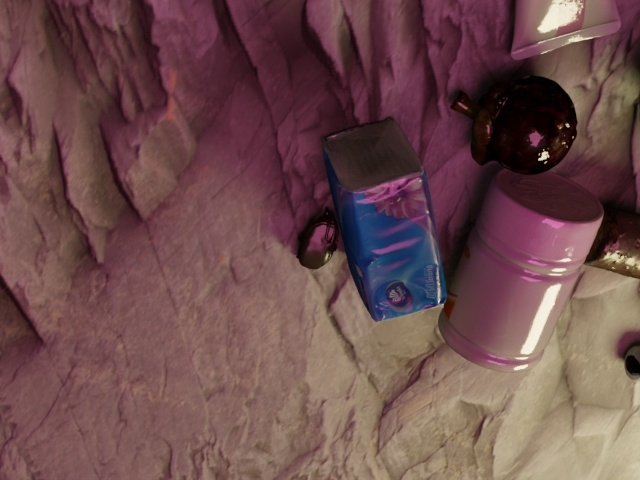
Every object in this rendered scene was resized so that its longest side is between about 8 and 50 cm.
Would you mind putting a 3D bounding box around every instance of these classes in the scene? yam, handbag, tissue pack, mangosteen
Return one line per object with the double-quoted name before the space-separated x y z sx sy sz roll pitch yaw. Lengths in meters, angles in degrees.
"yam" 0.611 0.017 1.888 0.279 0.131 0.131 14 119 -19
"handbag" 0.000 0.000 1.792 0.072 0.047 0.111 15 118 -14
"tissue pack" 0.104 -0.032 1.703 0.146 0.198 0.263 -17 124 -2
"mangosteen" 0.325 -0.186 1.686 0.184 0.172 0.172 -10 132 37

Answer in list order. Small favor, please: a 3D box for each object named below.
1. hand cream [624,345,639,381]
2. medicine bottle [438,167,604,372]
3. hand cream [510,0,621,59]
"hand cream" 0.763 0.260 2.120 0.320 0.067 0.109 6 120 -21
"medicine bottle" 0.343 0.050 1.804 0.202 0.202 0.316 8 121 -16
"hand cream" 0.362 -0.442 1.552 0.185 0.118 0.359 -18 130 -4
